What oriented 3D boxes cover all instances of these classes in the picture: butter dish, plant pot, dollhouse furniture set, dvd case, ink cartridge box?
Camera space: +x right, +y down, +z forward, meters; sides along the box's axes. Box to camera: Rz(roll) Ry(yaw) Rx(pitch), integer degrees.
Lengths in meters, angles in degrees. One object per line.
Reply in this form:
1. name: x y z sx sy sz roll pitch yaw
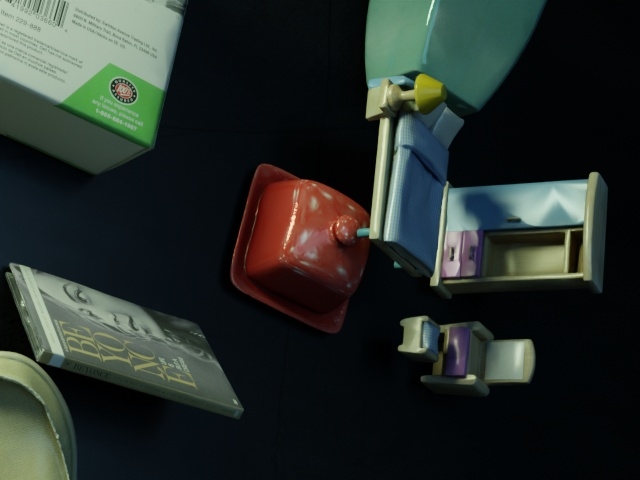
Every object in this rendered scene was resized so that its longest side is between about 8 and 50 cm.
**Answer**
1. butter dish: 0.000 0.000 1.670 0.160 0.118 0.160 27 62 -28
2. plant pot: 0.158 -0.271 1.848 0.165 0.165 0.234 29 69 -28
3. dollhouse furniture set: 0.175 -0.008 1.679 0.303 0.198 0.286 41 51 -56
4. dvd case: -0.193 0.098 1.489 0.221 0.164 0.018 20 109 -31
5. ink cartridge box: -0.254 -0.244 1.545 0.211 0.121 0.289 25 63 -30

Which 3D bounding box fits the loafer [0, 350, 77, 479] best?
1. loafer: -0.265 0.231 1.366 0.102 0.092 0.268 -12 104 0
